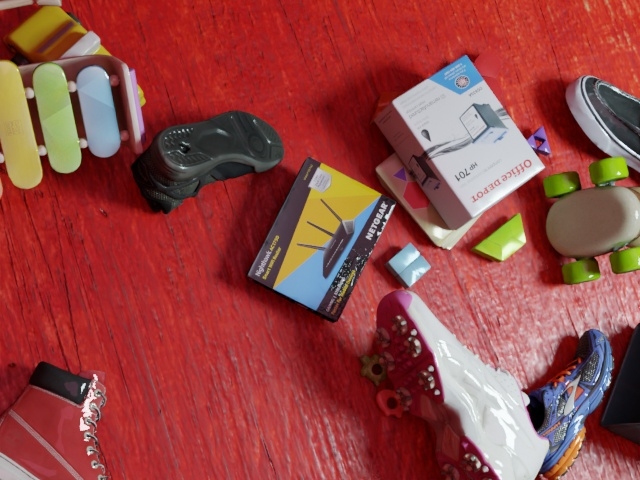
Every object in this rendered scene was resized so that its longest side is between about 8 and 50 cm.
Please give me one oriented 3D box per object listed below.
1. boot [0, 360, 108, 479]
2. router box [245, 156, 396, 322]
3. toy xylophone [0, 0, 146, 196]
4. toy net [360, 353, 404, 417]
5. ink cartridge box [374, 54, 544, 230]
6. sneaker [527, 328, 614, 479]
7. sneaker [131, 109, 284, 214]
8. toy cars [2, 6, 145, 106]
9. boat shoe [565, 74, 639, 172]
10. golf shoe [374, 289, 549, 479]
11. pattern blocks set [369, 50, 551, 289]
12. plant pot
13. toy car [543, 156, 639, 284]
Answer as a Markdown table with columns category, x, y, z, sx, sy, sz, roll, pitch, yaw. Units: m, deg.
| category | x | y | z | sx | sy | sz | roll | pitch | yaw |
| --- | --- | --- | --- | --- | --- | --- | --- | --- | --- |
| boot | -0.268 | 0.257 | 1.429 | 0.244 | 0.088 | 0.176 | 37 | 68 | -1 |
| router box | 0.000 | 0.000 | 1.573 | 0.133 | 0.046 | 0.178 | 27 | 79 | -4 |
| toy xylophone | -0.382 | -0.169 | 1.440 | 0.323 | 0.081 | 0.236 | -18 | 115 | -5 |
| toy net | 0.155 | 0.224 | 1.580 | 0.122 | 0.045 | 0.232 | -33 | 88 | -21 |
| ink cartridge box | 0.188 | -0.131 | 1.629 | 0.140 | 0.082 | 0.190 | -34 | 87 | -21 |
| sneaker | 0.327 | 0.211 | 1.618 | 0.087 | 0.083 | 0.221 | 28 | 67 | 0 |
| sneaker | -0.154 | -0.101 | 1.556 | 0.228 | 0.130 | 0.087 | -18 | 80 | -48 |
| toy cars | -0.323 | -0.328 | 1.553 | 0.177 | 0.087 | 0.393 | -3 | 78 | -17 |
| boat shoe | 0.493 | -0.145 | 1.722 | 0.306 | 0.105 | 0.113 | 41 | 47 | -4 |
| golf shoe | 0.179 | 0.189 | 1.527 | 0.140 | 0.115 | 0.306 | -29 | 92 | -33 |
| pattern blocks set | 0.179 | -0.094 | 1.675 | 0.325 | 0.026 | 0.285 | -30 | 86 | -21 |
| plant pot | 0.543 | 0.232 | 1.634 | 0.234 | 0.165 | 0.165 | 32 | 70 | -15 |
| toy car | 0.424 | -0.029 | 1.700 | 0.188 | 0.149 | 0.155 | -4 | 80 | -47 |
